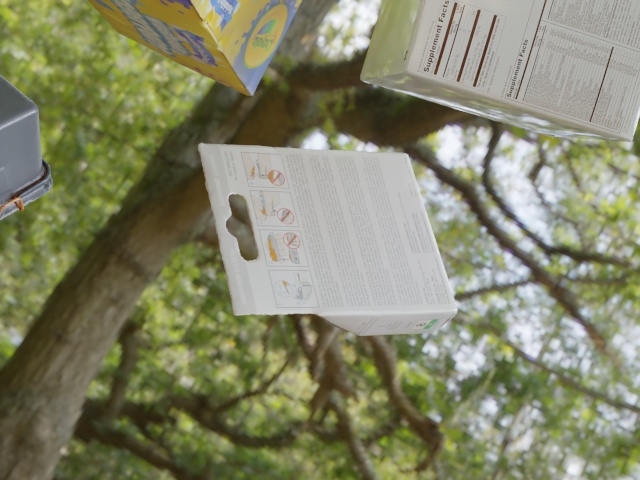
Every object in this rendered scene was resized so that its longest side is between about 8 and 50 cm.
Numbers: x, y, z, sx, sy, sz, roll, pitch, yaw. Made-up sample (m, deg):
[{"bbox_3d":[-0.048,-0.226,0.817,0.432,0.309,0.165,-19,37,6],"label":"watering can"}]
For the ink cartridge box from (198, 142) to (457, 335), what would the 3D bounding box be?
[{"bbox_3d":[0.000,0.000,1.167,0.225,0.181,0.056,-1,-30,-25],"label":"ink cartridge box"}]

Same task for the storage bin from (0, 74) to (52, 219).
[{"bbox_3d":[-0.284,-0.067,1.029,0.098,0.135,0.091,39,-39,20],"label":"storage bin"}]

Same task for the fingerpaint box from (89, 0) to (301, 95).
[{"bbox_3d":[-0.070,-0.351,1.008,0.163,0.371,0.445,27,-2,6],"label":"fingerpaint box"}]

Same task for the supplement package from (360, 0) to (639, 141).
[{"bbox_3d":[0.166,-0.185,1.109,0.203,0.149,0.194,16,3,-11],"label":"supplement package"}]
